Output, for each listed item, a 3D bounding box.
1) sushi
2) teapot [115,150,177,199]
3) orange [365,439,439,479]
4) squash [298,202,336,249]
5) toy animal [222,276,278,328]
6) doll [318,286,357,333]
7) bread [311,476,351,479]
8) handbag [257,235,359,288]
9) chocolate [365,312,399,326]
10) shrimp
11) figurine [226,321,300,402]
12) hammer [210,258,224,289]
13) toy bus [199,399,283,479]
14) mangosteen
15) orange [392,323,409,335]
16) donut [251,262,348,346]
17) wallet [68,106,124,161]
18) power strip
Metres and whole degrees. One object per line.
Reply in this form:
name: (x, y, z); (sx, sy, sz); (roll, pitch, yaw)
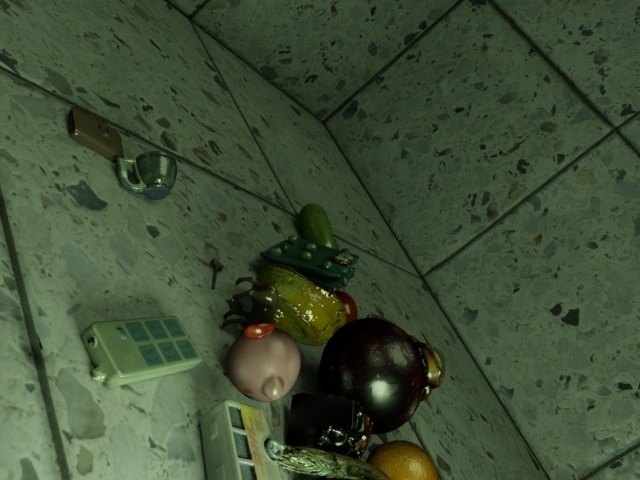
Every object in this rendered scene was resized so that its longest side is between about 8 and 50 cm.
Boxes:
sushi: (0.038, 0.439, 1.391); (0.150, 0.172, 0.153); (52, 28, -31)
teapot: (-0.432, -0.166, 1.543); (0.149, 0.111, 0.108); (36, 36, -55)
orange: (0.196, 0.592, 1.467); (0.206, 0.206, 0.206); (45, 18, -19)
squash: (-0.006, -0.003, 2.298); (0.118, 0.118, 0.371); (36, 27, -41)
toy animal: (-0.142, 0.207, 1.466); (0.185, 0.214, 0.094); (16, 15, -8)
doll: (0.055, 0.233, 1.940); (0.290, 0.129, 0.161); (51, 12, -32)
bread: (0.036, 0.544, 1.292); (0.200, 0.115, 0.077); (18, 61, -61)
handbag: (-0.031, 0.061, 1.867); (0.274, 0.100, 0.268); (9, 12, 15)
chocolate: (0.221, 0.372, 2.164); (0.156, 0.080, 0.254); (29, 22, -19)
shrimp: (0.010, 0.467, 1.229); (0.295, 0.058, 0.169); (16, -6, -18)
figurine: (-0.125, 0.273, 1.340); (0.173, 0.173, 0.173); (45, 18, -19)
hammer: (-0.275, 0.091, 1.576); (0.035, 0.019, 0.110); (42, 24, -26)
toy bus: (-0.126, 0.451, 1.075); (0.138, 0.097, 0.343); (34, 23, -39)
mangosteen: (0.165, 0.353, 1.622); (0.346, 0.307, 0.307); (-1, 45, -26)
orange: (0.217, 0.379, 1.880); (0.249, 0.183, 0.249); (30, 55, -57)
donut: (-0.071, 0.179, 1.584); (0.272, 0.272, 0.107); (45, 59, -19)
wallet: (-0.564, -0.269, 1.528); (0.152, 0.038, 0.118); (30, 29, -47)
power strip: (-0.332, 0.204, 1.143); (0.118, 0.046, 0.270); (57, 18, 17)
